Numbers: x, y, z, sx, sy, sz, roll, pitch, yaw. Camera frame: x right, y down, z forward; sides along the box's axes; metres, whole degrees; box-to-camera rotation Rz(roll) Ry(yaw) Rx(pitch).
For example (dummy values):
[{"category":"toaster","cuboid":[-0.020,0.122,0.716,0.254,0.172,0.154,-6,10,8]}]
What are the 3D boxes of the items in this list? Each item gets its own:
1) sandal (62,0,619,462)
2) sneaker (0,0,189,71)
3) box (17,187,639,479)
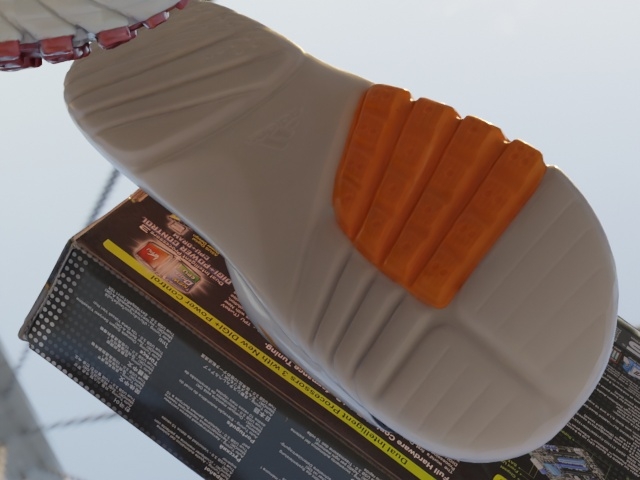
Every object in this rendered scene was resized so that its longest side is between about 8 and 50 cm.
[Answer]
[{"category":"sandal","cuboid":[0.007,-0.007,0.566,0.102,0.076,0.265,-41,-131,-11]},{"category":"sneaker","cuboid":[-0.133,-0.089,0.370,0.225,0.093,0.088,7,-178,-24]},{"category":"box","cuboid":[0.038,0.057,0.689,0.060,0.270,0.216,-58,174,32]}]
